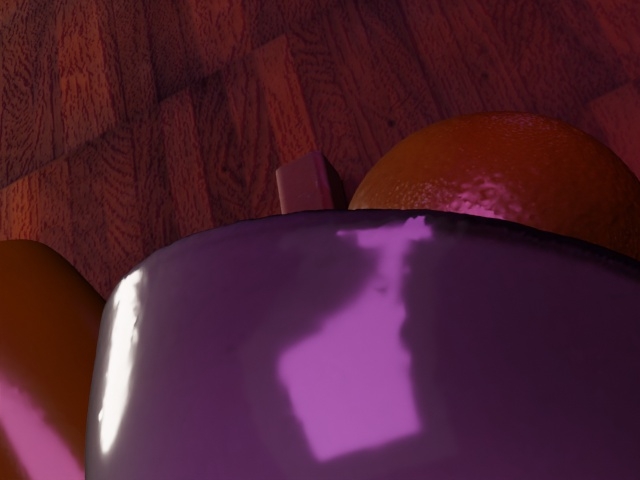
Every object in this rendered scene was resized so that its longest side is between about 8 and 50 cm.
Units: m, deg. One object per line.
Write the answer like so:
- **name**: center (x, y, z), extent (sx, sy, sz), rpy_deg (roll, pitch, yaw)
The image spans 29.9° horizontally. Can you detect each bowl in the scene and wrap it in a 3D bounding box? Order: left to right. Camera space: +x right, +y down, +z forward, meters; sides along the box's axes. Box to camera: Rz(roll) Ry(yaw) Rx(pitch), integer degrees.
- **bowl**: center (0.043, 0.159, 0.566), extent (0.354, 0.354, 0.185), rpy_deg (-7, 52, 28)

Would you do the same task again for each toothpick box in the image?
- **toothpick box**: center (-0.179, 0.130, 0.807), extent (0.175, 0.175, 0.271), rpy_deg (-39, 66, 2)

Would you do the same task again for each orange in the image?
- **orange**: center (0.108, 0.012, 0.753), extent (0.206, 0.206, 0.206), rpy_deg (-17, 51, 22)

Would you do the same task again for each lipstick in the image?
- **lipstick**: center (0.000, 0.000, 0.926), extent (0.045, 0.045, 0.145), rpy_deg (-25, 47, 17)
